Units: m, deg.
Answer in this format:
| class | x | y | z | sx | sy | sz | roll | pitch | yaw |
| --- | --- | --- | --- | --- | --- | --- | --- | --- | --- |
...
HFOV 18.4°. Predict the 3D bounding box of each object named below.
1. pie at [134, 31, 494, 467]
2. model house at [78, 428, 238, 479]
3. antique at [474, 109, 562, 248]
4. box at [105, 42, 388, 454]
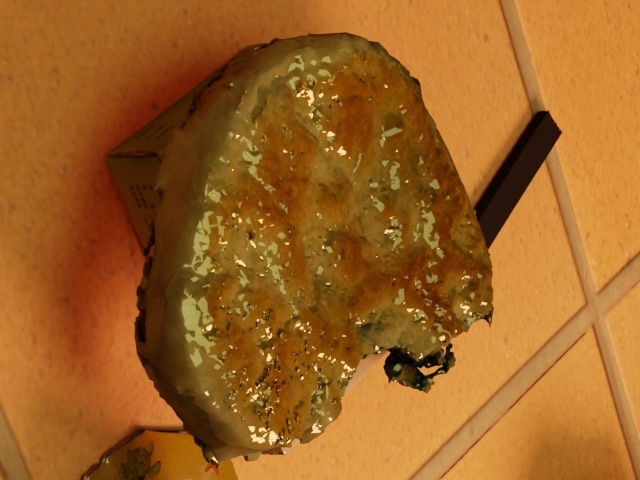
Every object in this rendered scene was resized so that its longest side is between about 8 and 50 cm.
| class | x | y | z | sx | sy | sz | roll | pitch | yaw |
| --- | --- | --- | --- | --- | --- | --- | --- | --- | --- |
| pie | 0.000 | 0.000 | 1.422 | 0.371 | 0.078 | 0.297 | -20 | 106 | -48 |
| model house | -0.079 | 0.238 | 1.383 | 0.207 | 0.136 | 0.219 | 20 | 76 | -45 |
| antique | 0.162 | -0.043 | 1.742 | 0.192 | 0.015 | 0.031 | -55 | 127 | -33 |
| box | -0.040 | 0.005 | 1.479 | 0.175 | 0.062 | 0.261 | -42 | 121 | -39 |
